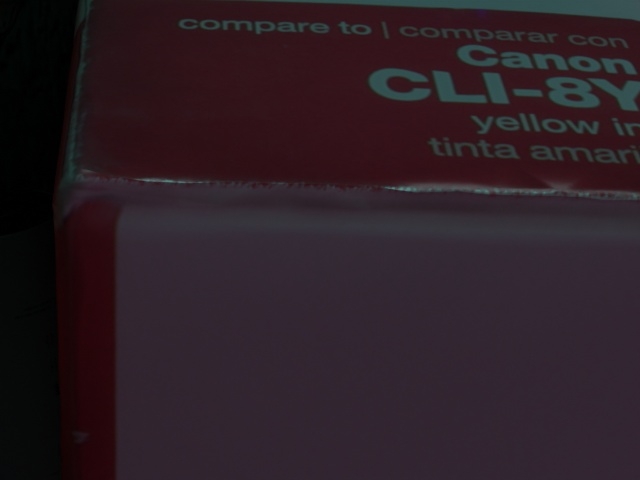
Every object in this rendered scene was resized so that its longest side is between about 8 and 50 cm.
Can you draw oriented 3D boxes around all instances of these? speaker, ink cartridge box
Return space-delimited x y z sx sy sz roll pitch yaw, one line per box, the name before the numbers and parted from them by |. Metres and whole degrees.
speaker | -0.117 0.050 0.620 0.055 0.055 0.136 -54 142 -61
ink cartridge box | 0.000 0.000 0.561 0.384 0.160 0.279 -98 -171 -56

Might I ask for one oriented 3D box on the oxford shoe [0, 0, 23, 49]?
oxford shoe | -0.150 -0.064 0.455 0.363 0.130 0.132 -80 -165 -45
